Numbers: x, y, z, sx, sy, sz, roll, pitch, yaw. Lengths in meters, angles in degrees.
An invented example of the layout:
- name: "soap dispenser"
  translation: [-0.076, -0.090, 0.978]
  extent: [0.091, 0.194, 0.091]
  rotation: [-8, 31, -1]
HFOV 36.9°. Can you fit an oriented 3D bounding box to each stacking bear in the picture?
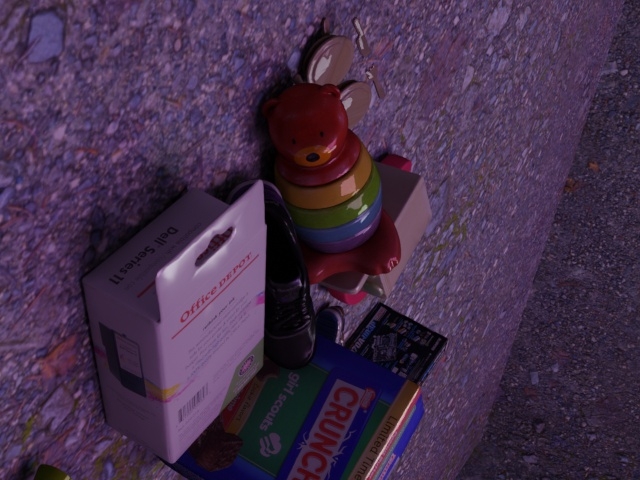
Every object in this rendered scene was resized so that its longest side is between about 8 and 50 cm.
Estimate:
- name: "stacking bear"
  translation: [0.003, -0.094, 1.350]
  extent: [0.289, 0.175, 0.164]
  rotation: [72, 13, -47]

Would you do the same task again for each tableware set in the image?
- name: "tableware set"
  translation: [0.019, -0.229, 1.386]
  extent: [0.128, 0.039, 0.194]
  rotation: [-45, 150, -8]

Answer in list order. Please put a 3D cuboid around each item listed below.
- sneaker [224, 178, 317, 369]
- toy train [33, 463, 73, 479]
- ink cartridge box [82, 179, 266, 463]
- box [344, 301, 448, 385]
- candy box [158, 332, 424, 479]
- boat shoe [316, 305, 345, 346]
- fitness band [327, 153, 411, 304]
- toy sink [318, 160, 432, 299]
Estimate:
- name: "sneaker"
  translation: [-0.061, 0.067, 1.288]
  extent: [0.107, 0.124, 0.283]
  rotation: [-20, 114, -10]
- name: "toy train"
  translation: [-0.335, 0.319, 1.099]
  extent: [0.248, 0.105, 0.143]
  rotation: [85, 26, -53]
- name: "ink cartridge box"
  translation: [-0.171, 0.083, 1.178]
  extent: [0.207, 0.119, 0.354]
  rotation: [-45, 153, -38]
- name: "box"
  translation: [0.143, 0.251, 2.029]
  extent: [0.220, 0.175, 0.051]
  rotation: [-49, 157, -36]
- name: "candy box"
  translation: [-0.049, 0.272, 1.401]
  extent: [0.268, 0.317, 0.122]
  rotation: [-56, 158, -20]
- name: "boat shoe"
  translation: [0.016, 0.209, 1.835]
  extent: [0.066, 0.066, 0.183]
  rotation: [-29, 140, -58]
- name: "fitness band"
  translation: [0.096, -0.020, 1.775]
  extent: [0.291, 0.054, 0.209]
  rotation: [-65, 160, -2]
- name: "toy sink"
  translation: [0.057, 0.000, 1.544]
  extent: [0.234, 0.152, 0.131]
  rotation: [-59, 152, -24]
